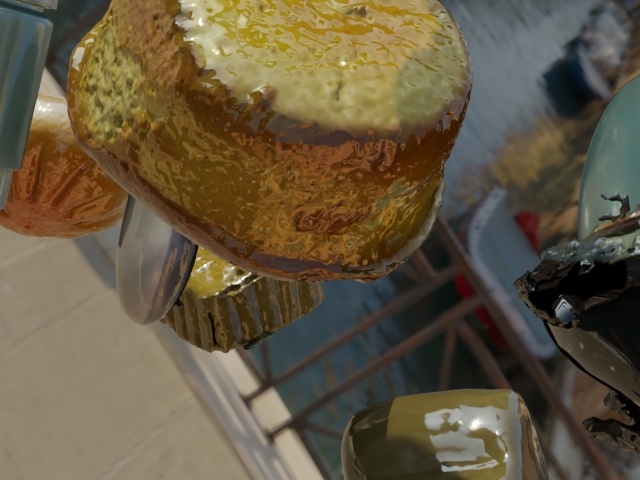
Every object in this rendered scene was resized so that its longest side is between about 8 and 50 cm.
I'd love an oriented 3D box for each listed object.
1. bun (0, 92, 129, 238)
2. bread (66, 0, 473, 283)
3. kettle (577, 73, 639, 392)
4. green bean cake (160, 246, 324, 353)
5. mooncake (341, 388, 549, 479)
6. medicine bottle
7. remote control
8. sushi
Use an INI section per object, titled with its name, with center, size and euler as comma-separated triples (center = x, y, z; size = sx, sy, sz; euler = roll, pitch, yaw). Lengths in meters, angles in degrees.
[bun]
center = -0.426, -0.089, 2.063
size = 0.299, 0.299, 0.165
euler = 40, 51, -39
[bread]
center = -0.022, -0.098, 0.855
size = 0.268, 0.146, 0.268
euler = 13, 46, -14
[kettle]
center = 0.348, -0.001, 1.257
size = 0.342, 0.247, 0.319
euler = -91, -178, -49
[green bean cake]
center = -0.131, 0.060, 2.073
size = 0.224, 0.229, 0.131
euler = 23, -49, 48
[mooncake]
center = 0.174, 0.428, 1.746
size = 0.467, 0.262, 0.467
euler = -6, 90, -78
[medicine bottle]
center = -0.430, -0.205, 1.681
size = 0.158, 0.318, 0.158
euler = 14, 5, -1
[remote control]
center = -0.196, -0.054, 1.728
size = 0.103, 0.332, 0.221
euler = 14, -7, -11
[sushi]
center = 0.265, 0.066, 0.843
size = 0.219, 0.225, 0.238
euler = 63, 11, -11
